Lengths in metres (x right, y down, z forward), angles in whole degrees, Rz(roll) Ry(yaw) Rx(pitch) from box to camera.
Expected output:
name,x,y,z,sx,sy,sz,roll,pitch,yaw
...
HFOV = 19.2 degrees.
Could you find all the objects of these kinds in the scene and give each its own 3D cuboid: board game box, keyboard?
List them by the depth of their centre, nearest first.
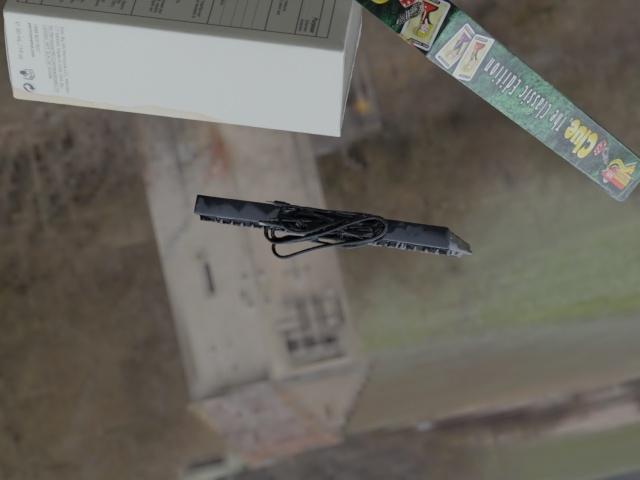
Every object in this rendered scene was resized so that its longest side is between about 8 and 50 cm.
name,x,y,z,sx,sy,sz,roll,pitch,yaw
board game box,0.066,-0.096,0.920,0.030,0.136,0.260,-54,150,6
keyboard,0.000,0.000,1.291,0.192,0.038,0.100,7,172,21

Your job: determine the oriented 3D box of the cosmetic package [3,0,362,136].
name,x,y,z,sx,sy,sz,roll,pitch,yaw
cosmetic package,-0.121,-0.202,1.746,0.309,0.160,0.113,9,137,5
